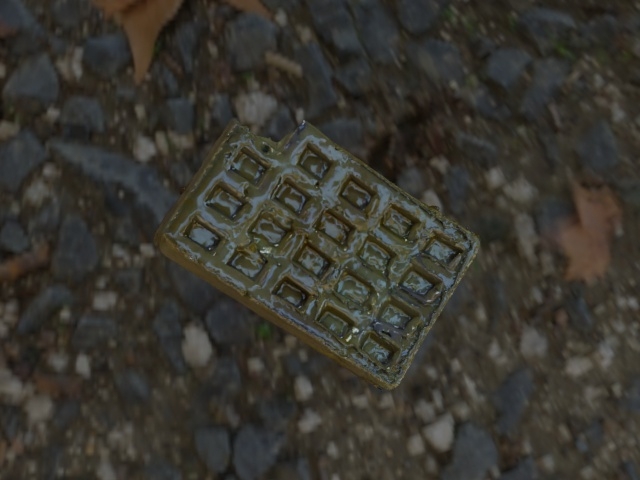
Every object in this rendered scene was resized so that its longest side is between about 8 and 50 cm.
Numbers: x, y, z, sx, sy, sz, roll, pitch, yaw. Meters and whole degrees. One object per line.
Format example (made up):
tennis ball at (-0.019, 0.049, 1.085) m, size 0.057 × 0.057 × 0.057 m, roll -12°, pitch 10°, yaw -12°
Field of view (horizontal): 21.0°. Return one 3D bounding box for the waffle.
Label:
waffle at (0.000, 0.000, 0.806) m, size 0.135 × 0.021 × 0.092 m, roll 34°, pitch 83°, yaw -8°
